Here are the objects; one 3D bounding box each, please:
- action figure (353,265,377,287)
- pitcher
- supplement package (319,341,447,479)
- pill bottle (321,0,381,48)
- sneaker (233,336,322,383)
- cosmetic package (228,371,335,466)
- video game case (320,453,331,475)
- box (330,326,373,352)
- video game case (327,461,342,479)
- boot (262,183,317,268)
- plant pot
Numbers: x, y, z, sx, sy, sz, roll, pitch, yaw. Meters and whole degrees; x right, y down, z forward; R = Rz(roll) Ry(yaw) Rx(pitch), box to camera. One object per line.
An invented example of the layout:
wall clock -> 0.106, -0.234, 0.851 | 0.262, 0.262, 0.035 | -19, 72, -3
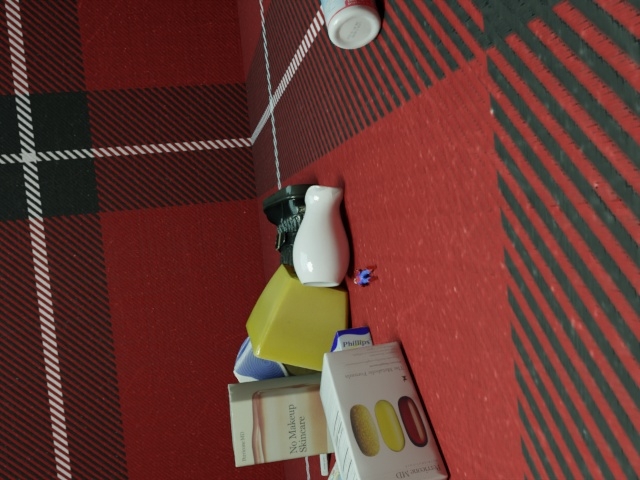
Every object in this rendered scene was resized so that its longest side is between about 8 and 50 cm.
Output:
action figure -> 0.085, 0.073, 1.188 | 0.115, 0.030, 0.038 | 125, 132, -76
pitcher -> 0.000, 0.000, 1.347 | 0.178, 0.125, 0.207 | 119, 153, -76
supplement package -> 0.094, 0.312, 0.984 | 0.134, 0.138, 0.244 | 94, 163, -45
pill bottle -> 0.043, -0.406, 0.995 | 0.087, 0.087, 0.160 | 107, 154, -63
sneaker -> -0.072, 0.338, 1.545 | 0.127, 0.315, 0.182 | -52, 15, 17
cosmetic package -> -0.053, 0.393, 1.347 | 0.129, 0.295, 0.153 | -157, 61, -78
video game case -> 0.014, 0.518, 1.649 | 0.190, 0.022, 0.173 | -54, -40, -81
box -> 0.071, 0.269, 1.239 | 0.126, 0.072, 0.137 | 102, 160, -55
video game case -> 0.077, 0.469, 1.197 | 0.207, 0.026, 0.227 | -67, 13, 1
boot -> -0.079, -0.004, 1.694 | 0.348, 0.131, 0.260 | 157, 107, -78
plant pot -> -0.041, 0.173, 1.429 | 0.212, 0.212, 0.187 | -135, 62, -73
